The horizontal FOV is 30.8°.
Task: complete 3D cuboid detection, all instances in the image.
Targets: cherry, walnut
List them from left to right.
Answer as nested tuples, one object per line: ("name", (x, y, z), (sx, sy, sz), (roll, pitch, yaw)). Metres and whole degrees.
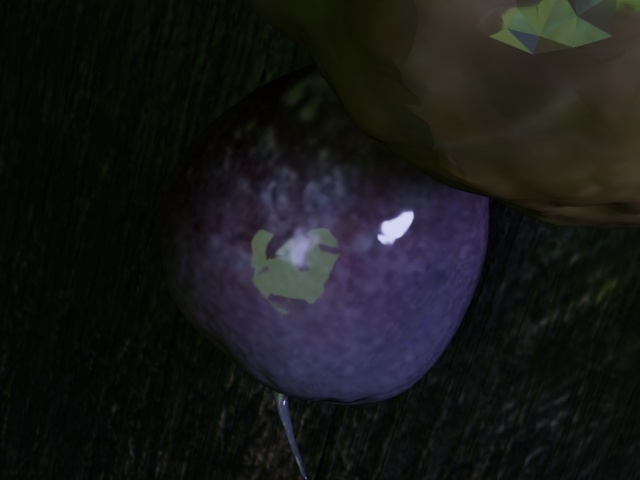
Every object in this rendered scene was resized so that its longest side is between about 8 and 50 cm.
("cherry", (0.000, 0.000, 0.756), (0.213, 0.183, 0.266), (34, 105, 6))
("walnut", (0.137, -0.200, 0.522), (0.383, 0.383, 0.384), (10, 112, 27))
